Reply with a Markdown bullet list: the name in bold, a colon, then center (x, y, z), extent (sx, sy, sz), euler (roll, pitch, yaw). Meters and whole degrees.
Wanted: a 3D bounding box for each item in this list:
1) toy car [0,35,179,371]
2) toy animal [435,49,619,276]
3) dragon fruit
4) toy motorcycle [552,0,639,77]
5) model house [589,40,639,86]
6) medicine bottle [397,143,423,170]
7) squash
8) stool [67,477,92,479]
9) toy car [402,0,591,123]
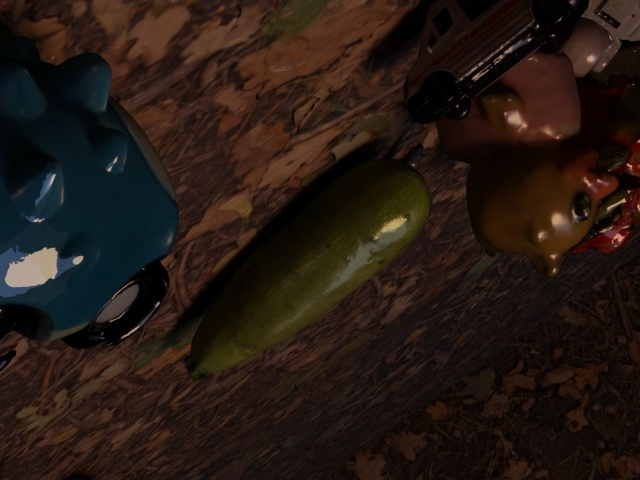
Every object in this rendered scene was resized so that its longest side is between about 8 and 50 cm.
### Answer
- **toy car**: center (-0.196, -0.035, 0.793), extent (0.255, 0.188, 0.190), euler (-14, 144, -51)
- **toy animal**: center (0.217, -0.099, 1.391), extent (0.169, 0.281, 0.195), euler (-24, 172, 25)
- **dragon fruit**: center (0.310, -0.093, 1.584), extent (0.237, 0.231, 0.302), euler (-6, -169, -5)
- **toy motorcycle**: center (0.357, -0.295, 1.479), extent (0.112, 0.112, 0.254), euler (-20, 154, -48)
- **model house**: center (0.421, -0.209, 1.828), extent (0.203, 0.141, 0.164), euler (-17, -176, -3)
- **medicine bottle**: center (0.081, -0.053, 1.568), extent (0.057, 0.057, 0.199), euler (-26, 160, -38)
- **squash**: center (-0.029, 0.039, 1.486), extent (0.370, 0.118, 0.118), euler (-38, 164, 13)
- **stool**: center (-0.325, 0.376, 1.778), extent (0.096, 0.096, 0.110), euler (-37, 158, -7)
- **toy car**: center (0.155, -0.206, 1.245), extent (0.210, 0.108, 0.089), euler (-38, 167, 11)
